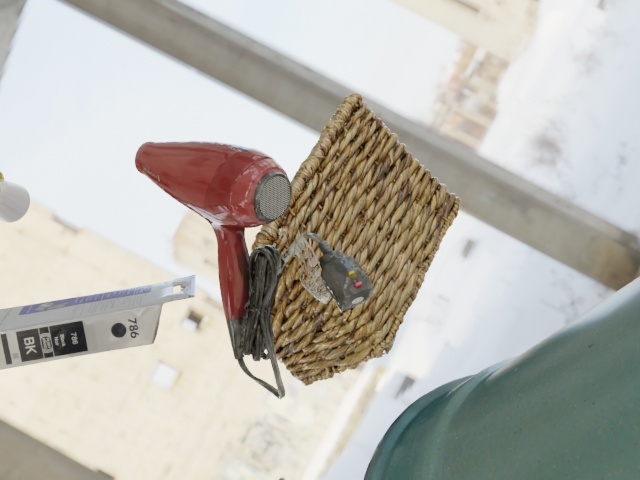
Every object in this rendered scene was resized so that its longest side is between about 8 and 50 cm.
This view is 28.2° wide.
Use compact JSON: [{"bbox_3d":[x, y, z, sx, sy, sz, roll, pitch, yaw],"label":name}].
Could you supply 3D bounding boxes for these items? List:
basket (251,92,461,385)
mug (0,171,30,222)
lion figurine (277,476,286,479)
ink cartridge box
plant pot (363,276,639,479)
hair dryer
[{"bbox_3d":[0.000,0.000,1.613,0.213,0.223,0.299,-27,26,47],"label":"basket"},{"bbox_3d":[-0.494,-0.069,1.955,0.062,0.078,0.064,-56,-23,-3],"label":"mug"},{"bbox_3d":[-0.008,0.538,2.025,0.142,0.240,0.392,-43,-24,-12],"label":"lion figurine"},{"bbox_3d":[-0.337,0.120,1.835,0.165,0.332,0.065,-112,11,-80],"label":"ink cartridge box"},{"bbox_3d":[0.247,0.178,0.906,0.341,0.341,0.334,-59,3,-40],"label":"plant pot"},{"bbox_3d":[-0.095,0.007,1.282,0.080,0.293,0.223,-18,-23,-48],"label":"hair dryer"}]
